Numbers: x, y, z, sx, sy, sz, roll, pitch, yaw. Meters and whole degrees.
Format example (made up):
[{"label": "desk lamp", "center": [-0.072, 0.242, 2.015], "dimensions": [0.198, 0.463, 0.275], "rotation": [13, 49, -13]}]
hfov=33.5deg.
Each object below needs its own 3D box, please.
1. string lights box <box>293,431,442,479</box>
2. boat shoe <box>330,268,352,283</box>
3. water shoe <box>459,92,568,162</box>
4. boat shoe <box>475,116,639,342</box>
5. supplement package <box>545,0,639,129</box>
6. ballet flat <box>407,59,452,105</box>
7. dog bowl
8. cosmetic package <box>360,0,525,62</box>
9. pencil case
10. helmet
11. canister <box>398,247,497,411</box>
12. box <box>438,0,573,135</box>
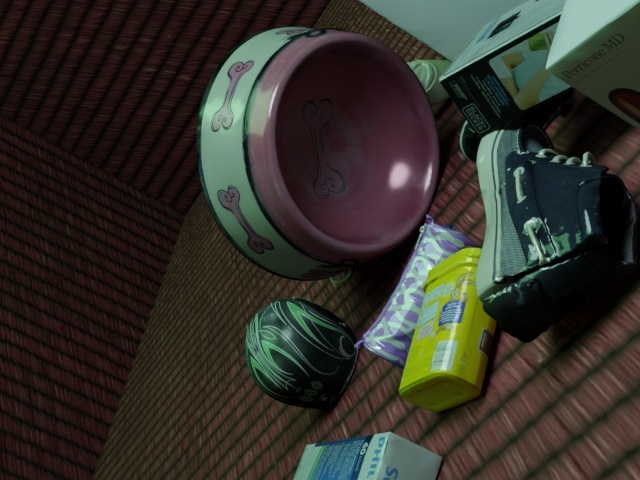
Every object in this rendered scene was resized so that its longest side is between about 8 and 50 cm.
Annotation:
[{"label": "string lights box", "center": [0.037, 0.315, 1.292], "dimensions": [0.259, 0.076, 0.133], "rotation": [-30, 34, 64]}, {"label": "boat shoe", "center": [0.008, -0.001, 1.873], "dimensions": [0.367, 0.135, 0.156], "rotation": [-34, -66, -70]}, {"label": "water shoe", "center": [0.254, -0.158, 1.446], "dimensions": [0.203, 0.073, 0.080], "rotation": [-47, 22, 46]}, {"label": "boat shoe", "center": [0.265, -0.048, 1.157], "dimensions": [0.158, 0.127, 0.340], "rotation": [-35, 30, 34]}, {"label": "supplement package", "center": [0.324, -0.150, 0.836], "dimensions": [0.139, 0.244, 0.134], "rotation": [-37, 27, 59]}, {"label": "ballet flat", "center": [0.127, -0.264, 1.838], "dimensions": [0.248, 0.086, 0.086], "rotation": [-15, 34, 18]}, {"label": "dog bowl", "center": [0.017, -0.141, 1.645], "dimensions": [0.150, 0.408, 0.408], "rotation": [-3, 58, 53]}, {"label": "cosmetic package", "center": [0.236, -0.482, 1.539], "dimensions": [0.329, 0.327, 0.394], "rotation": [-53, 11, 28]}, {"label": "pencil case", "center": [0.132, 0.071, 1.404], "dimensions": [0.206, 0.088, 0.086], "rotation": [-62, 12, -1]}, {"label": "helmet", "center": [-0.039, 0.172, 1.651], "dimensions": [0.169, 0.161, 0.169], "rotation": [-55, 15, 23]}, {"label": "canister", "center": [0.159, 0.109, 1.269], "dimensions": [0.126, 0.073, 0.170], "rotation": [-39, 27, 57]}, {"label": "box", "center": [0.294, -0.244, 1.212], "dimensions": [0.290, 0.087, 0.169], "rotation": [-24, 19, 43]}]
